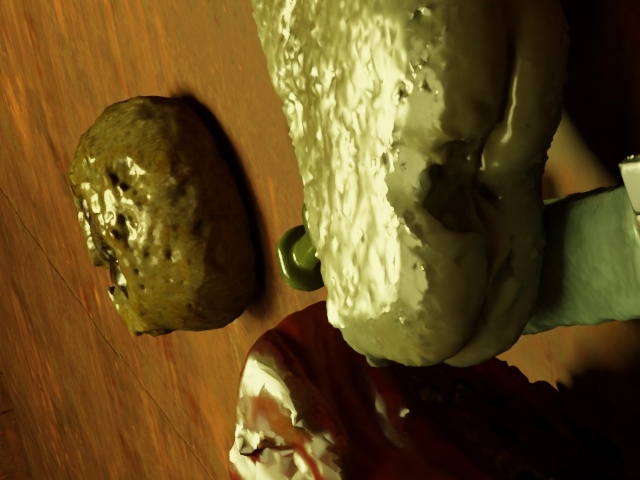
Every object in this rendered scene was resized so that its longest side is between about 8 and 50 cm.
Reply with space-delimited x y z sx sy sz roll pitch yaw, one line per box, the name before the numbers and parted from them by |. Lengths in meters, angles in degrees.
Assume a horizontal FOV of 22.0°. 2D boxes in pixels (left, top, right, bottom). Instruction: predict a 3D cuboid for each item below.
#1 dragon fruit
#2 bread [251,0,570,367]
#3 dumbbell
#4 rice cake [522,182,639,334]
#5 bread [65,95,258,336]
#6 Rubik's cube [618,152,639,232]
dragon fruit | 0.035 0.241 0.861 0.228 0.329 0.286 26 -160 -47
bread | 0.041 -0.110 0.811 0.183 0.102 0.337 123 137 -60
dumbbell | 0.000 0.000 1.199 0.118 0.046 0.052 130 122 -69
rice cake | 0.140 0.007 0.798 0.206 0.063 0.069 170 85 -71
bread | -0.147 -0.017 1.466 0.230 0.123 0.230 50 154 36
Rubik's cube | 0.184 -0.006 0.621 0.092 0.092 0.092 -4 107 70
